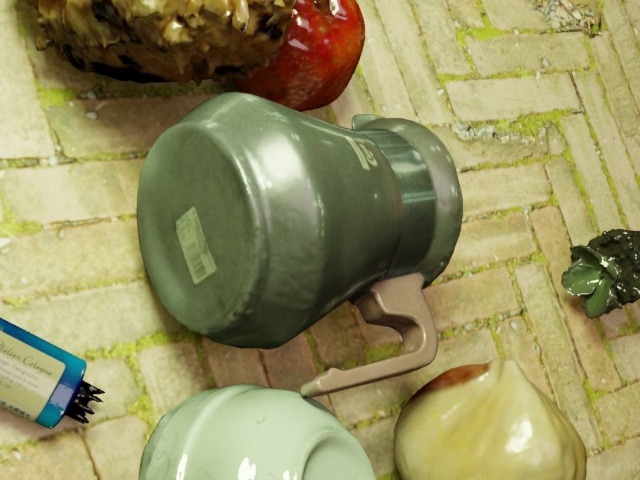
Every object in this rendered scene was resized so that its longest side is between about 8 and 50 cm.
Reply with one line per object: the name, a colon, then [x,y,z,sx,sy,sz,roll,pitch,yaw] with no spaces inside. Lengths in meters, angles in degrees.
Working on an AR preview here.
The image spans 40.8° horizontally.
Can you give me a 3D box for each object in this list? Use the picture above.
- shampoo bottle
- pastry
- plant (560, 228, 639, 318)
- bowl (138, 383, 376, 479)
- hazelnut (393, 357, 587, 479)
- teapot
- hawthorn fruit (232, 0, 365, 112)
shampoo bottle: [-0.330,0.148,0.957,0.183,0.050,0.087,32,57,-19]
pastry: [-0.181,-0.340,1.008,0.292,0.405,0.337,-10,76,-52]
plant: [0.497,0.052,1.453,0.203,0.131,0.142,-3,77,-42]
bowl: [-0.042,0.304,0.965,0.307,0.163,0.307,34,46,-45]
hazelnut: [0.233,0.272,1.147,0.261,0.261,0.241,14,99,-28]
teapot: [0.000,0.000,1.068,0.362,0.305,0.376,-10,75,-40]
hawthorn fruit: [-0.024,-0.291,1.175,0.207,0.243,0.207,10,68,-27]
